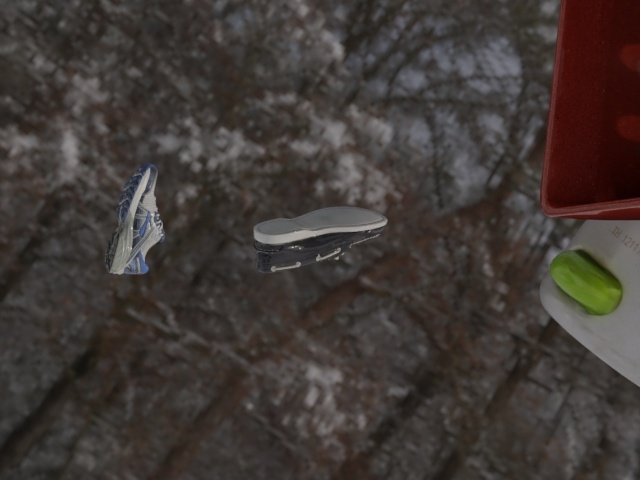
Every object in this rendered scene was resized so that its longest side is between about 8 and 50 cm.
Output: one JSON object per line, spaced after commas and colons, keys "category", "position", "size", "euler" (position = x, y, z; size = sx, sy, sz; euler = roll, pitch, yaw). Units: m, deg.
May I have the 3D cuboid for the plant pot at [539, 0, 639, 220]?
{"category": "plant pot", "position": [0.342, -0.136, 0.996], "size": [0.235, 0.267, 0.267], "euler": [10, -7, -25]}

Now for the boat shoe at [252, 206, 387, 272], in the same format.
{"category": "boat shoe", "position": [0.000, 0.000, 1.141], "size": [0.046, 0.125, 0.038], "euler": [28, -58, 46]}

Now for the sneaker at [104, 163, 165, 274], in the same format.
{"category": "sneaker", "position": [-0.209, -0.023, 1.630], "size": [0.058, 0.135, 0.052], "euler": [15, 5, -25]}

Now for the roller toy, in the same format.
{"category": "roller toy", "position": [0.304, 0.046, 1.211], "size": [0.191, 0.146, 0.209], "euler": [37, 10, 11]}
